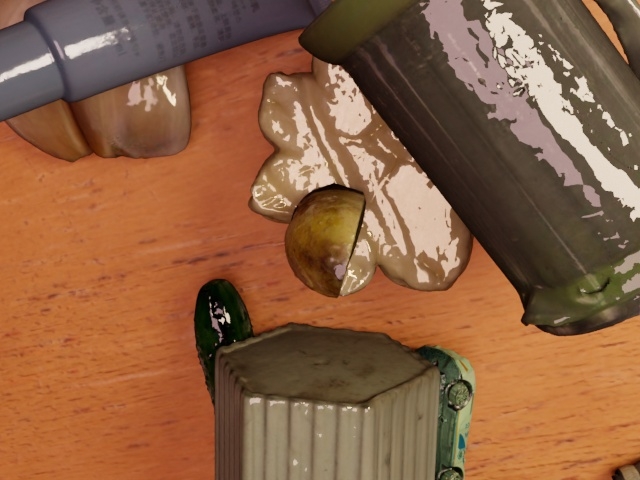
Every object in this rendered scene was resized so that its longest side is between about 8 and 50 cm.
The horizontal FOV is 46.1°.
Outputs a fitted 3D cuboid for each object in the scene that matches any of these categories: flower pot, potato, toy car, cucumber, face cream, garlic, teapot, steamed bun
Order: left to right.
[{"bbox_3d":[-0.252,-0.190,0.782,0.217,0.110,0.228,-5,103,11],"label":"garlic"},{"bbox_3d":[-0.160,-0.206,0.703,0.385,0.086,0.136,-30,100,-24],"label":"face cream"},{"bbox_3d":[-0.103,0.153,0.870,0.069,0.069,0.228,-7,107,8],"label":"cucumber"},{"bbox_3d":[0.000,0.000,0.661,0.066,0.103,0.096,13,99,2],"label":"potato"},{"bbox_3d":[0.002,0.209,0.792,0.239,0.209,0.190,2,102,11],"label":"flower pot"},{"bbox_3d":[0.084,-0.090,0.756,0.292,0.137,0.296,13,99,4],"label":"steamed bun"},{"bbox_3d":[0.133,0.208,0.855,0.093,0.058,0.186,19,112,48],"label":"toy car"},{"bbox_3d":[0.180,-0.106,0.602,0.270,0.200,0.337,-43,100,-25],"label":"teapot"}]

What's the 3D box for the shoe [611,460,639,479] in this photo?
[{"bbox_3d":[0.416,0.322,0.849,0.077,0.074,0.194,-39,94,8],"label":"shoe"}]
